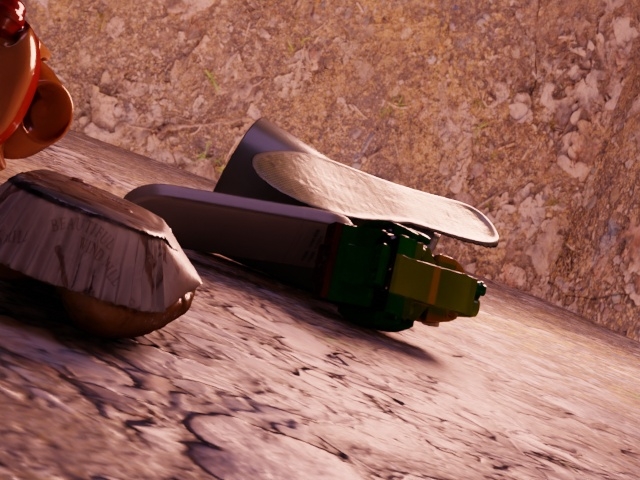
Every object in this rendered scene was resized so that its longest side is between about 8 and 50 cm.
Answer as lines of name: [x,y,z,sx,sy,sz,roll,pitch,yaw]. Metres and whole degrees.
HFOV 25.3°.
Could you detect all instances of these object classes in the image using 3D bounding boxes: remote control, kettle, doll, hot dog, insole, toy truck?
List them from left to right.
toy truck: [-0.405,-0.180,1.550,0.265,0.189,0.239,20,-7,8]
hot dog: [-0.143,0.007,0.876,0.144,0.075,0.268,25,-1,-2]
remote control: [-0.081,-0.013,1.438,0.245,0.077,0.022,8,51,-18]
kettle: [0.000,0.000,1.598,0.243,0.160,0.210,28,-24,3]
insole: [0.064,-0.045,1.530,0.322,0.007,0.109,14,34,-30]
doll: [0.079,0.039,1.416,0.186,0.106,0.134,19,-11,-40]
